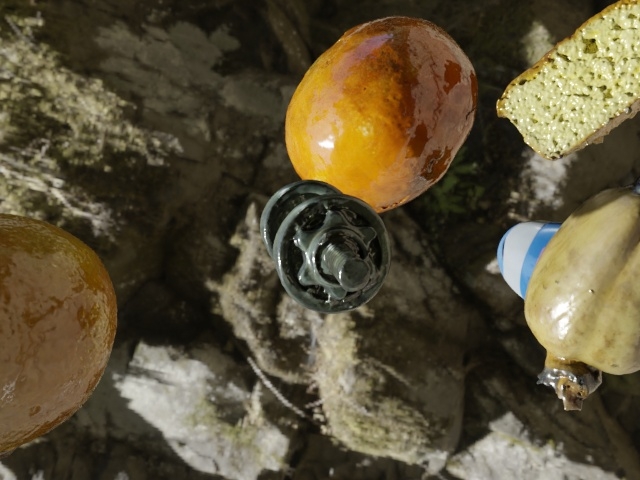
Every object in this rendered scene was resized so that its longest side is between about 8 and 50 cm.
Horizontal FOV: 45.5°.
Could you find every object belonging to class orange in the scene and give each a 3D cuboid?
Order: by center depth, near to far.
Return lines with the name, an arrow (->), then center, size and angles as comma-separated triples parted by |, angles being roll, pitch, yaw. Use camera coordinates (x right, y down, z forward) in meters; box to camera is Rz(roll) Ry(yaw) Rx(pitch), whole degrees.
orange -> -0.303, 0.082, 0.700 | 0.236, 0.236, 0.237 | -167, 90, -86
orange -> 0.079, -0.173, 1.057 | 0.284, 0.226, 0.284 | -47, 11, 12

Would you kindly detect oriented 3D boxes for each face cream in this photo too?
face cream -> 0.360, 0.050, 1.088 | 0.264, 0.083, 0.149 | 30, 111, 49

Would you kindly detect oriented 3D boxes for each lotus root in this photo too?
lotus root -> 0.310, 0.050, 0.816 | 0.140, 0.154, 0.257 | -75, 7, -68

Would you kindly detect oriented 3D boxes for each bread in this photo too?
bread -> 0.512, -0.290, 1.414 | 0.340, 0.194, 0.179 | -38, -17, 22

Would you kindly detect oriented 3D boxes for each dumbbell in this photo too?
dumbbell -> 0.000, 0.000, 0.558 | 0.254, 0.081, 0.082 | -134, 57, -78

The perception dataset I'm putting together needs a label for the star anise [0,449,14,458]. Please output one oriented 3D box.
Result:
star anise -> -0.599, 0.364, 1.274 | 0.063, 0.171, 0.208 | 118, 174, -52
